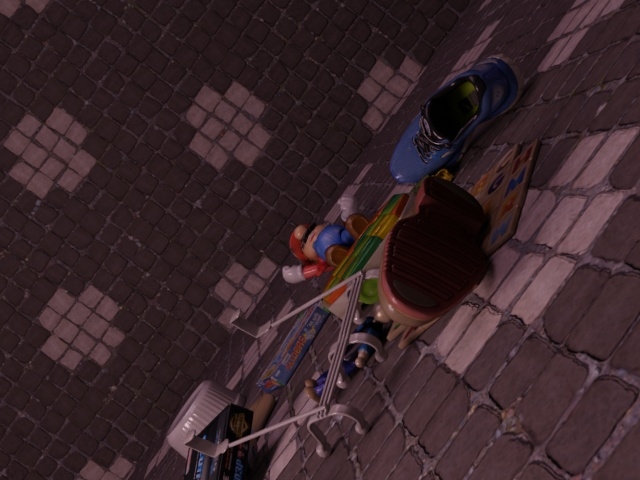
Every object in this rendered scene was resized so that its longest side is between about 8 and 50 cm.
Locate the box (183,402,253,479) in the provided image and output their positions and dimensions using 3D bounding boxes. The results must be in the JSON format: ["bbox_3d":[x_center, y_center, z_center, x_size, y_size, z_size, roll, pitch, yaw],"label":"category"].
[{"bbox_3d":[-0.184,0.412,1.460,0.175,0.051,0.220,-48,27,42],"label":"box"}]

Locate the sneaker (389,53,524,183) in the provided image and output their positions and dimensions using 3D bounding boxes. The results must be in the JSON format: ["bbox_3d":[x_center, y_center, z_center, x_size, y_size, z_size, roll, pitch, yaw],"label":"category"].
[{"bbox_3d":[0.218,-0.215,1.584,0.147,0.130,0.330,-21,-19,-42],"label":"sneaker"}]

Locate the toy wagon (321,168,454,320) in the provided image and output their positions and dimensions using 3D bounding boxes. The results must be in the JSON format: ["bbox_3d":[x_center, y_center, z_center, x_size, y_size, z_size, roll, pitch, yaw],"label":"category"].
[{"bbox_3d":[0.123,-0.003,1.617,0.344,0.068,0.267,-55,6,-3],"label":"toy wagon"}]

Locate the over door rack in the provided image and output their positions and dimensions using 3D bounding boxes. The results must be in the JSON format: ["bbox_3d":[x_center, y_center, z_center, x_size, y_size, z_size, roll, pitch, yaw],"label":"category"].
[{"bbox_3d":[-0.027,0.188,1.239,0.324,0.108,0.239,-21,39,40],"label":"over door rack"}]

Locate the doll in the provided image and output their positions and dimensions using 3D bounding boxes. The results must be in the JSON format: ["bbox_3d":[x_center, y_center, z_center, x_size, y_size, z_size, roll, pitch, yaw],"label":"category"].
[{"bbox_3d":[0.052,0.169,1.318,0.189,0.046,0.129,-50,7,6],"label":"doll"}]

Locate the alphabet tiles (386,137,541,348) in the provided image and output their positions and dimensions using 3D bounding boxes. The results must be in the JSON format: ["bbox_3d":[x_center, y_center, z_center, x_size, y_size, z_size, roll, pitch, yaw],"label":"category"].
[{"bbox_3d":[0.207,0.000,1.246,0.285,0.011,0.342,-49,8,43],"label":"alphabet tiles"}]

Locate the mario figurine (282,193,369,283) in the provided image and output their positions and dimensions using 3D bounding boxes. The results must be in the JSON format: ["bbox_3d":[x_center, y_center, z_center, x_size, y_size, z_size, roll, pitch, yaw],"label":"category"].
[{"bbox_3d":[0.000,0.000,2.013,0.198,0.170,0.320,-20,3,-19],"label":"mario figurine"}]

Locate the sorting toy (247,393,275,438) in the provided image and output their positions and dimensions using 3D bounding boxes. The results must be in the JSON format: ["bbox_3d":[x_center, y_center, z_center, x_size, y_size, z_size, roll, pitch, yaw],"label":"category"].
[{"bbox_3d":[-0.201,0.461,1.700,0.229,0.041,0.307,-42,13,43],"label":"sorting toy"}]

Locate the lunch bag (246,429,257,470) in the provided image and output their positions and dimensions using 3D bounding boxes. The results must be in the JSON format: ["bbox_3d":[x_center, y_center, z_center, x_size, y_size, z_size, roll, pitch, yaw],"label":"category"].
[{"bbox_3d":[-0.144,0.392,1.553,0.071,0.053,0.083,-70,6,-69],"label":"lunch bag"}]

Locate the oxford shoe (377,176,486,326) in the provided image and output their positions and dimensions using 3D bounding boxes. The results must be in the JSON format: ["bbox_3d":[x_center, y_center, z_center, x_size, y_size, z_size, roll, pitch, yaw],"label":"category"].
[{"bbox_3d":[0.133,0.036,1.102,0.130,0.123,0.348,-61,-5,28],"label":"oxford shoe"}]

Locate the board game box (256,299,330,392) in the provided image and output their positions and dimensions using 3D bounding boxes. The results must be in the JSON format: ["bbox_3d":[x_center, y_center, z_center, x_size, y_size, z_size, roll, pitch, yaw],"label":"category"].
[{"bbox_3d":[-0.056,0.229,1.853,0.201,0.035,0.136,-57,7,-25],"label":"board game box"}]

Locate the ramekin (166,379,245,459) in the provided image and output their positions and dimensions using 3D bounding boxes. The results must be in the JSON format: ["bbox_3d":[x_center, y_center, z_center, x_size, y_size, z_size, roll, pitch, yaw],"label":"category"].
[{"bbox_3d":[-0.285,0.438,2.091,0.207,0.109,0.207,-53,6,8],"label":"ramekin"}]
